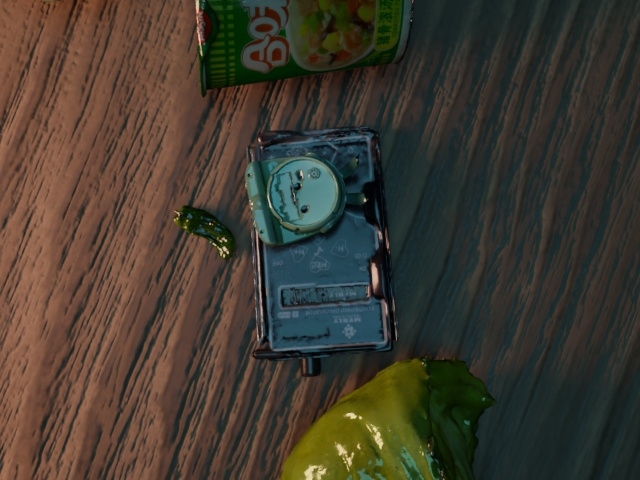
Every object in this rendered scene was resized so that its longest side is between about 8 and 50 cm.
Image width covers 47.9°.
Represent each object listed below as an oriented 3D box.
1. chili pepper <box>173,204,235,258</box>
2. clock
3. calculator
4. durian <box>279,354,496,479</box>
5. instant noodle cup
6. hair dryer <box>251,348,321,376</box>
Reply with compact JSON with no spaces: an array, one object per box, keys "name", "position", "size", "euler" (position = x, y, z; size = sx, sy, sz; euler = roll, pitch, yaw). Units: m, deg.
[{"name":"chili pepper","position":[-0.138,-0.013,0.871],"size":[0.091,0.034,0.030],"euler":[37,121,0]},{"name":"clock","position":[-0.015,-0.055,0.830],"size":[0.135,0.041,0.101],"euler":[-14,83,1]},{"name":"calculator","position":[0.000,0.000,0.857],"size":[0.165,0.028,0.274],"euler":[-5,82,-1]},{"name":"durian","position":[0.063,0.291,0.762],"size":[0.339,0.204,0.256],"euler":[-32,50,4]},{"name":"instant noodle cup","position":[-0.024,-0.263,0.804],"size":[0.232,0.207,0.207],"euler":[-3,88,-9]},{"name":"hair dryer","position":[-0.041,0.139,0.866],"size":[0.083,0.026,0.047],"euler":[-1,87,3]}]
